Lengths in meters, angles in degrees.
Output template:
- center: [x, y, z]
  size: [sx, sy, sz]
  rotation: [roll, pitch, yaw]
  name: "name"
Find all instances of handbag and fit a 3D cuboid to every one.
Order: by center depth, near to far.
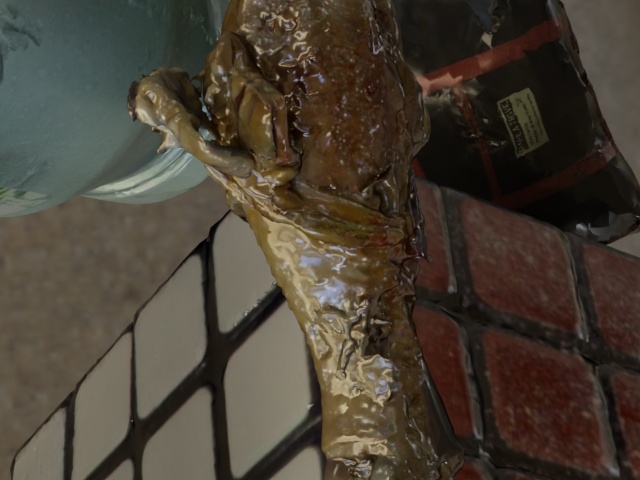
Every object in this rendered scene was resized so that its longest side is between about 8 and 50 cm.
- center: [0.077, -0.072, 1.114]
  size: [0.155, 0.169, 0.215]
  rotation: [-105, 171, -77]
  name: "handbag"

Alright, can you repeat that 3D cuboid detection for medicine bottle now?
- center: [-0.185, -0.132, 1.128]
  size: [0.290, 0.245, 0.245]
  rotation: [10, 76, -56]
  name: "medicine bottle"

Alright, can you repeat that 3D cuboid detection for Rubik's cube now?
- center: [0.053, 0.209, 0.965]
  size: [0.344, 0.337, 0.344]
  rotation: [20, 44, -26]
  name: "Rubik's cube"

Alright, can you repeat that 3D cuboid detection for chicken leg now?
- center: [0.003, -0.003, 0.678]
  size: [0.125, 0.080, 0.196]
  rotation: [-48, 122, -60]
  name: "chicken leg"
